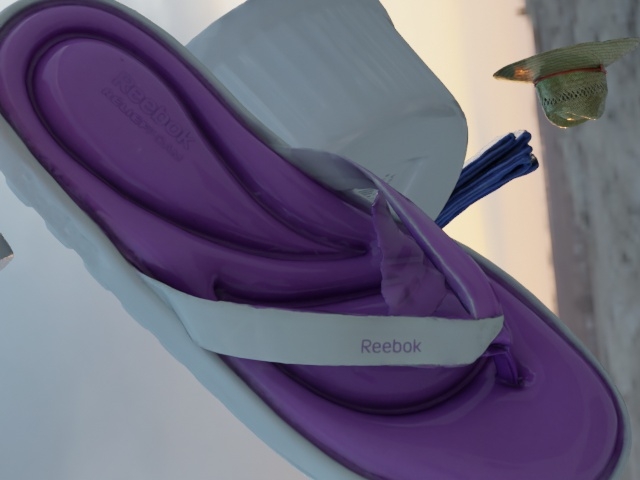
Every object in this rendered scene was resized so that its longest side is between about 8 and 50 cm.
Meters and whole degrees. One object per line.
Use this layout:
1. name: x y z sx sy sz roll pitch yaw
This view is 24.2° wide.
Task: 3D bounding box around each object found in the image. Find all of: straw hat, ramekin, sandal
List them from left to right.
1. ramekin: -0.016 -0.052 1.149 0.135 0.277 0.277 47 174 24
2. sandal: -0.007 0.012 0.770 0.169 0.416 0.102 -59 5 -32
3. straw hat: 0.226 -0.134 1.338 0.144 0.144 0.061 15 -119 -80

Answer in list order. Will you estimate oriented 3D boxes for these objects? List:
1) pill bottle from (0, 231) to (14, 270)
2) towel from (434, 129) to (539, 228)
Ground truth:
1. pill bottle: -0.242 -0.058 0.679 0.221 0.121 0.121 57 -169 -1
2. towel: 0.101 -0.022 1.446 0.040 0.243 0.336 53 -175 0
